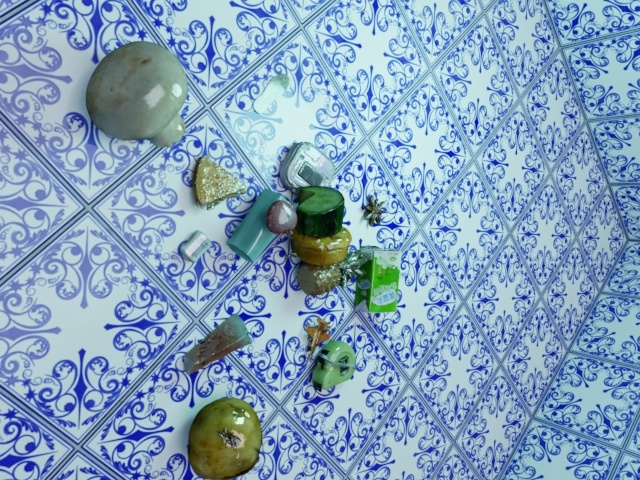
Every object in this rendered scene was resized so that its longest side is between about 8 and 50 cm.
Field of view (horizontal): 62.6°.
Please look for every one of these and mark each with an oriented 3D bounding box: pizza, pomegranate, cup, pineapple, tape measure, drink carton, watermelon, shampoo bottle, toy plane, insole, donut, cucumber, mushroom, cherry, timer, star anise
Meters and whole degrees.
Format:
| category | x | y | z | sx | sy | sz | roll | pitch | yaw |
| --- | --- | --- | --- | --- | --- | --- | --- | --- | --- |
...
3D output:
| category | x | y | z | sx | sy | sz | roll | pitch | yaw |
| --- | --- | --- | --- | --- | --- | --- | --- | --- | --- |
| pizza | -0.333 | -0.183 | 1.747 | 0.195 | 0.052 | 0.185 | 9 | 81 | -33 |
| pomegranate | -0.307 | 0.648 | 1.726 | 0.260 | 0.260 | 0.261 | -4 | 96 | -37 |
| cup | -0.204 | -0.043 | 1.808 | 0.236 | 0.148 | 0.134 | -57 | 150 | -17 |
| pineapple | 0.053 | 0.107 | 2.020 | 0.309 | 0.141 | 0.170 | -16 | 79 | -42 |
| tape measure | 0.064 | 0.484 | 2.067 | 0.199 | 0.106 | 0.176 | -6 | 101 | -39 |
| drink carton | 0.239 | 0.160 | 2.173 | 0.161 | 0.108 | 0.271 | 4 | 93 | -35 |
| watermelon | -0.345 | 0.361 | 1.746 | 0.241 | 0.154 | 0.095 | -30 | 111 | -18 |
| shampoo bottle | -0.409 | 0.025 | 1.711 | 0.099 | 0.043 | 0.072 | -51 | 120 | -22 |
| toy plane | -0.023 | 0.386 | 2.031 | 0.135 | 0.062 | 0.188 | 28 | 91 | -35 |
| insole | -0.173 | -0.524 | 1.867 | 0.065 | 0.006 | 0.193 | 49 | 66 | -30 |
| donut | 0.000 | 0.001 | 1.919 | 0.226 | 0.226 | 0.114 | -14 | 124 | -36 |
| cucumber | -0.003 | -0.096 | 1.861 | 0.191 | 0.191 | 0.130 | -24 | 131 | -33 |
| mushroom | -0.486 | -0.395 | 1.485 | 0.290 | 0.297 | 0.298 | 44 | 67 | -54 |
| cherry | -0.125 | -0.031 | 1.744 | 0.107 | 0.090 | 0.226 | -28 | 122 | -41 |
| timer | -0.043 | -0.252 | 1.951 | 0.208 | 0.069 | 0.191 | 35 | 76 | -35 |
| star anise | 0.219 | -0.120 | 2.174 | 0.141 | 0.042 | 0.141 | -4 | 96 | -40 |
